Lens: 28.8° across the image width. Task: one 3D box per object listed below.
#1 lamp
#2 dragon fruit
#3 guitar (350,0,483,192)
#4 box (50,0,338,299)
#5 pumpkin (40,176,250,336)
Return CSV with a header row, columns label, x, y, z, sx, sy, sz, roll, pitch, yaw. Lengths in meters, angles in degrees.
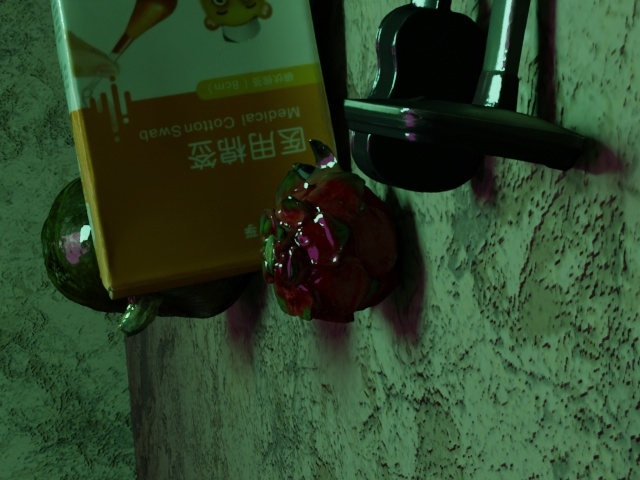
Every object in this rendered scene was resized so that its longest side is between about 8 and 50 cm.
label,x,y,z,sx,sy,sz,roll,pitch,yaw
lamp,0.091,-0.166,0.636,0.203,0.124,0.283,-150,53,-65
dragon fruit,0.005,0.005,0.990,0.130,0.121,0.142,-40,19,32
guitar,0.074,-0.167,0.802,0.038,0.083,0.271,-155,69,-68
box,-0.118,-0.134,1.133,0.143,0.224,0.341,-179,79,-78
pumpkin,-0.206,0.023,1.486,0.260,0.260,0.189,126,151,-66
